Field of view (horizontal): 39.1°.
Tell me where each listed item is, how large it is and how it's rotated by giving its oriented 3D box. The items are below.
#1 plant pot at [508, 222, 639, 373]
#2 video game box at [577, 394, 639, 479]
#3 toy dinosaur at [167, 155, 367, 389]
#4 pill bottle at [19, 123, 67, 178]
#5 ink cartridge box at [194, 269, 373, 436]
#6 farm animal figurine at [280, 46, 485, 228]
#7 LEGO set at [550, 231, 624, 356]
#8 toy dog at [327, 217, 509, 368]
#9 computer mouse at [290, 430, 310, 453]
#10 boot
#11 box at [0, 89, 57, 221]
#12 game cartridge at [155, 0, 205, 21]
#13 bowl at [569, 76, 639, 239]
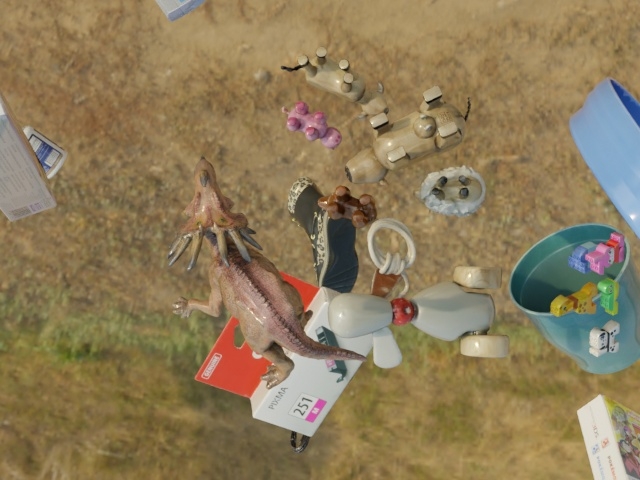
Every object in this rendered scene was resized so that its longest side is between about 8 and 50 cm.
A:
[{"bbox_3d":[0.591,0.146,1.971,0.271,0.272,0.255,-19,122,31],"label":"plant pot"},{"bbox_3d":[0.386,0.290,1.003,0.205,0.187,0.048,29,129,-24],"label":"video game box"},{"bbox_3d":[-0.079,0.059,1.067,0.295,0.127,0.200,41,157,16],"label":"toy dinosaur"},{"bbox_3d":[-0.554,-0.178,1.733,0.120,0.067,0.067,37,134,-26],"label":"pill bottle"},{"bbox_3d":[-0.055,0.199,1.592,0.238,0.060,0.275,23,113,-22],"label":"ink cartridge box"},{"bbox_3d":[0.109,-0.182,1.587,0.326,0.331,0.172,-8,171,9],"label":"farm animal figurine"},{"bbox_3d":[0.447,0.093,1.532,0.093,0.087,0.227,-20,119,-23],"label":"LEGO set"},{"bbox_3d":[0.160,0.114,1.515,0.333,0.220,0.161,23,166,-20],"label":"toy dog"},{"bbox_3d":[0.008,0.334,1.850,0.071,0.242,0.041,7,144,43],"label":"computer mouse"},{"bbox_3d":[0.002,-0.001,1.856,0.085,0.178,0.237,-15,126,-24],"label":"boot"},{"bbox_3d":[-0.353,-0.097,0.993,0.067,0.063,0.324,-22,170,-11],"label":"box"},{"bbox_3d":[-0.140,-0.276,0.977,0.083,0.056,0.017,-38,148,3],"label":"game cartridge"},{"bbox_3d":[0.454,-0.032,1.129,0.391,0.391,0.077,35,118,-31],"label":"bowl"}]
